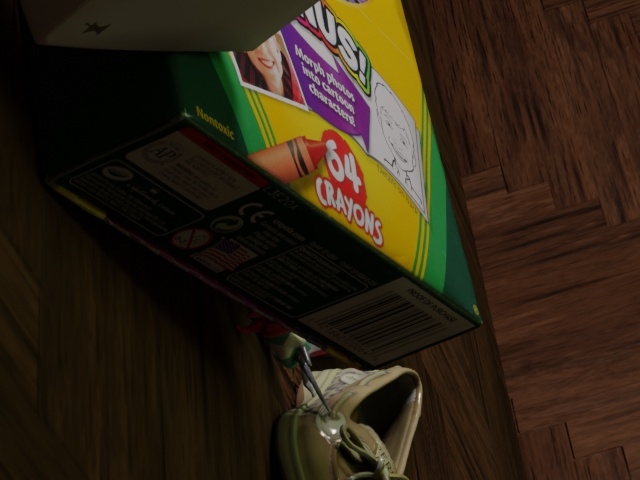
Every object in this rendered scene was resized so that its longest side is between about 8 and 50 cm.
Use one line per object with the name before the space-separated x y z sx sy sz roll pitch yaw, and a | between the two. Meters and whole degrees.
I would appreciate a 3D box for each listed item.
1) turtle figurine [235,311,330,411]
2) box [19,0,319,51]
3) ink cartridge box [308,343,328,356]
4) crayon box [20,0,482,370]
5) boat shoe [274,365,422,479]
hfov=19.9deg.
turtle figurine | 0.000 0.000 1.377 0.118 0.175 0.234 36 25 -44
box | -0.081 -0.296 0.927 0.168 0.215 0.345 -6 69 -52
ink cartridge box | 0.047 0.028 1.624 0.176 0.128 0.127 23 50 -79
crayon box | -0.047 -0.119 1.178 0.363 0.106 0.313 34 38 -53
boat shoe | 0.027 0.158 1.391 0.285 0.089 0.104 -78 150 -71
